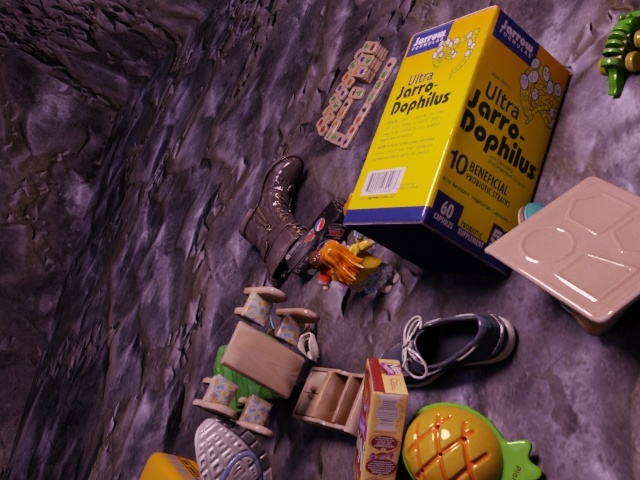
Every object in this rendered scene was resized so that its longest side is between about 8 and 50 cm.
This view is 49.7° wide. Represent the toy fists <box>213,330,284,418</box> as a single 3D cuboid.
[{"bbox_3d":[-0.142,0.258,1.346,0.279,0.096,0.142,137,129,-59],"label":"toy fists"}]

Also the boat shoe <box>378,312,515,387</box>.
[{"bbox_3d":[0.167,0.162,1.033,0.255,0.079,0.095,-22,54,49],"label":"boat shoe"}]

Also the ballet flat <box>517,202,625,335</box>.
[{"bbox_3d":[0.319,0.036,0.922,0.232,0.080,0.073,-108,24,-54],"label":"ballet flat"}]

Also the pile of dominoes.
[{"bbox_3d":[0.067,-0.347,1.622,0.251,0.040,0.196,-60,31,2],"label":"pile of dominoes"}]

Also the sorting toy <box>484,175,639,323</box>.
[{"bbox_3d":[0.341,0.008,0.856,0.193,0.038,0.208,-33,35,-14],"label":"sorting toy"}]

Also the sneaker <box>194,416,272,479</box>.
[{"bbox_3d":[-0.118,0.409,1.093,0.111,0.297,0.129,-30,9,-24],"label":"sneaker"}]

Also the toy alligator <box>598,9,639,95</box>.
[{"bbox_3d":[0.449,-0.304,1.014,0.056,0.051,0.189,10,75,57],"label":"toy alligator"}]

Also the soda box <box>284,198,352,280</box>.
[{"bbox_3d":[0.000,0.000,1.432,0.169,0.053,0.060,-50,33,19],"label":"soda box"}]

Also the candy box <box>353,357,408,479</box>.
[{"bbox_3d":[0.083,0.276,0.987,0.109,0.053,0.186,-92,6,-75],"label":"candy box"}]

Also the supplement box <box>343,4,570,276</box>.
[{"bbox_3d":[0.216,-0.147,1.093,0.195,0.194,0.356,1,67,56],"label":"supplement box"}]

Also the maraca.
[{"bbox_3d":[0.190,0.283,0.894,0.186,0.099,0.127,17,89,34],"label":"maraca"}]

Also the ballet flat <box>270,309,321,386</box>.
[{"bbox_3d":[-0.042,0.191,1.331,0.074,0.074,0.203,-50,34,19],"label":"ballet flat"}]

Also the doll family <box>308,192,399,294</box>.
[{"bbox_3d":[0.088,-0.005,1.199,0.263,0.163,0.118,-57,31,8],"label":"doll family"}]

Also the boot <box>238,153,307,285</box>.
[{"bbox_3d":[-0.075,-0.050,1.569,0.262,0.091,0.229,-60,36,10],"label":"boot"}]

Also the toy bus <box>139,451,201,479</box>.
[{"bbox_3d":[-0.226,0.512,1.285,0.333,0.130,0.108,14,78,58],"label":"toy bus"}]

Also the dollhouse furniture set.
[{"bbox_3d":[-0.042,0.220,1.126,0.161,0.242,0.212,-8,52,53],"label":"dollhouse furniture set"}]
